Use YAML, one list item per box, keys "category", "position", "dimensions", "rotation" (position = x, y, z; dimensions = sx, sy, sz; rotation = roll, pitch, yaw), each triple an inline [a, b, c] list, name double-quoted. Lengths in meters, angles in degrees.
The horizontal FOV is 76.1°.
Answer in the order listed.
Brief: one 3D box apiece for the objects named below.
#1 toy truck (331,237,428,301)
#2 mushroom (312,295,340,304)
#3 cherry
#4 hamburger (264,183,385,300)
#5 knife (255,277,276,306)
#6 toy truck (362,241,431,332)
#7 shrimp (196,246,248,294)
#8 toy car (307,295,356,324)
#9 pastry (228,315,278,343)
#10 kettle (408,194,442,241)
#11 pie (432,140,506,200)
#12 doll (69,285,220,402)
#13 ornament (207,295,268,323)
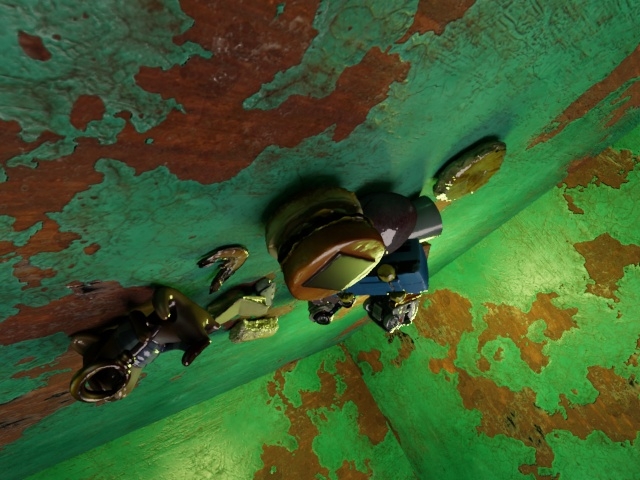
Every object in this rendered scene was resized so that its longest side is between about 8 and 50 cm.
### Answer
- category: "toy truck"
  position: [0.159, 0.102, 1.362]
  dimensions: [0.384, 0.162, 0.161]
  rotation: [-7, 142, 26]
- category: "mushroom"
  position: [0.033, 0.173, 1.637]
  dimensions: [0.141, 0.117, 0.188]
  rotation: [23, 138, -34]
- category: "cherry"
  position: [0.178, -0.049, 1.226]
  dimensions: [0.265, 0.184, 0.213]
  rotation: [-12, 156, -29]
- category: "hamburger"
  position: [0.000, 0.000, 1.022]
  dimensions: [0.290, 0.225, 0.291]
  rotation: [-21, 152, -11]
- category: "knife"
  position: [-0.199, 0.201, 1.498]
  dimensions: [0.073, 0.041, 0.266]
  rotation: [-25, 159, -18]
- category: "toy truck"
  position: [0.314, 0.165, 1.653]
  dimensions: [0.206, 0.173, 0.388]
  rotation: [-10, 118, -31]
- category: "shrimp"
  position: [-0.282, 0.081, 1.097]
  dimensions: [0.195, 0.035, 0.147]
  rotation: [-47, 158, 21]
- category: "toy car"
  position: [0.063, 0.230, 1.787]
  dimensions: [0.301, 0.118, 0.193]
  rotation: [-44, -163, 30]
- category: "pastry"
  position: [-0.280, 0.382, 1.758]
  dimensions: [0.121, 0.089, 0.258]
  rotation: [-26, 161, 26]
- category: "kettle"
  position: [0.279, -0.048, 1.478]
  dimensions: [0.243, 0.160, 0.210]
  rotation: [-20, -173, -9]
- category: "pie"
  position: [0.521, -0.240, 1.425]
  dimensions: [0.306, 0.071, 0.306]
  rotation: [-28, 157, -13]
- category: "doll"
  position: [-0.454, 0.279, 1.079]
  dimensions: [0.339, 0.209, 0.318]
  rotation: [-27, 157, -3]
- category: "ornament"
  position: [-0.270, 0.220, 1.361]
  dimensions: [0.201, 0.059, 0.180]
  rotation: [-9, 154, -23]
